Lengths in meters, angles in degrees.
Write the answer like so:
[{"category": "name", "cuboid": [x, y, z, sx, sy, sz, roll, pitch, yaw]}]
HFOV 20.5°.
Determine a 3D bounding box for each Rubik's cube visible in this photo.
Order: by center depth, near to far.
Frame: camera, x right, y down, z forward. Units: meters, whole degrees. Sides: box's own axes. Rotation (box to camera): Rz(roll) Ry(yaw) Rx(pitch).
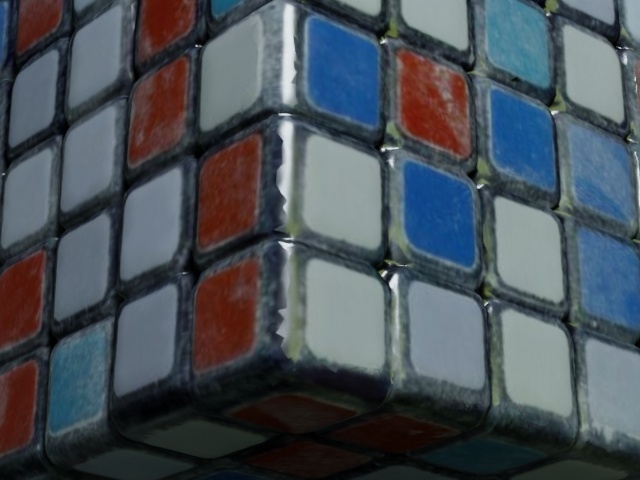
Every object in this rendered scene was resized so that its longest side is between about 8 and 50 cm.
[{"category": "Rubik's cube", "cuboid": [0.000, 0.000, 0.897, 0.287, 0.292, 0.293, 18, 62, -36]}]
